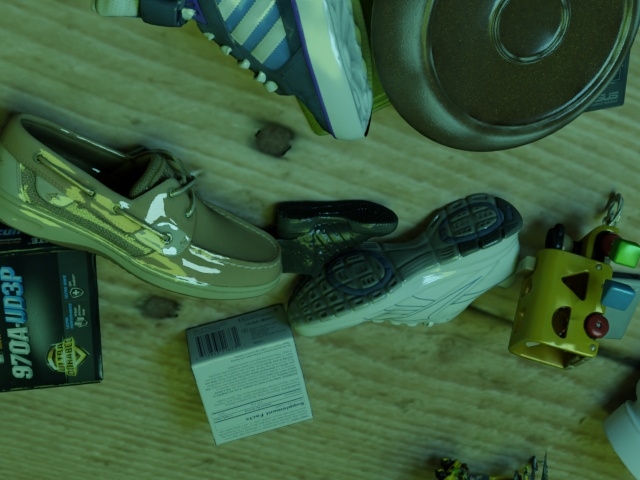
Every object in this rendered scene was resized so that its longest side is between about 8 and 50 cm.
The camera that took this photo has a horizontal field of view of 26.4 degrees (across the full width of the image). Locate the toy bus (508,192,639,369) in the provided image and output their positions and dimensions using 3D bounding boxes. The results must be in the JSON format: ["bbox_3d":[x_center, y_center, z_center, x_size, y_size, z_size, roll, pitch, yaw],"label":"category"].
[{"bbox_3d":[0.282,0.049,1.596,0.104,0.202,0.191,17,116,-6],"label":"toy bus"}]

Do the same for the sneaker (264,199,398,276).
[{"bbox_3d":[0.000,0.002,1.576,0.170,0.051,0.089,2,124,-10],"label":"sneaker"}]

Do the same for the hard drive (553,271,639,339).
[{"bbox_3d":[0.335,0.079,1.730,0.135,0.022,0.094,5,123,-17],"label":"hard drive"}]

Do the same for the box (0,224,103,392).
[{"bbox_3d":[-0.335,0.076,1.528,0.175,0.051,0.220,-4,132,-11],"label":"box"}]

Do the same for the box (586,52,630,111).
[{"bbox_3d":[0.218,-0.218,1.434,0.232,0.059,0.183,-12,122,-19],"label":"box"}]

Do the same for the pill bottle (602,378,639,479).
[{"bbox_3d":[0.516,0.201,1.777,0.283,0.161,0.161,-42,124,16],"label":"pill bottle"}]

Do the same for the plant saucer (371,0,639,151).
[{"bbox_3d":[0.200,-0.223,1.358,0.310,0.050,0.311,-10,120,-18],"label":"plant saucer"}]

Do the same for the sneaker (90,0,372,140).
[{"bbox_3d":[-0.097,-0.225,1.331,0.236,0.130,0.323,-9,124,19],"label":"sneaker"}]

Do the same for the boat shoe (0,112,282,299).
[{"bbox_3d":[-0.181,-0.034,1.436,0.341,0.122,0.110,18,119,-23],"label":"boat shoe"}]

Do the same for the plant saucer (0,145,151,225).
[{"bbox_3d":[-0.262,-0.044,1.495,0.192,0.018,0.067,-24,127,2],"label":"plant saucer"}]

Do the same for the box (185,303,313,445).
[{"bbox_3d":[-0.086,0.162,1.652,0.126,0.072,0.137,-15,126,-4],"label":"box"}]

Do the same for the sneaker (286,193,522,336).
[{"bbox_3d":[0.106,0.058,1.609,0.297,0.111,0.129,-19,132,1],"label":"sneaker"}]

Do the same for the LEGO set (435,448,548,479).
[{"bbox_3d":[0.255,0.454,1.795,0.192,0.255,0.331,-1,96,17],"label":"LEGO set"}]

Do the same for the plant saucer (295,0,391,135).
[{"bbox_3d":[0.049,-0.208,1.439,0.188,0.045,0.188,-26,127,5],"label":"plant saucer"}]
